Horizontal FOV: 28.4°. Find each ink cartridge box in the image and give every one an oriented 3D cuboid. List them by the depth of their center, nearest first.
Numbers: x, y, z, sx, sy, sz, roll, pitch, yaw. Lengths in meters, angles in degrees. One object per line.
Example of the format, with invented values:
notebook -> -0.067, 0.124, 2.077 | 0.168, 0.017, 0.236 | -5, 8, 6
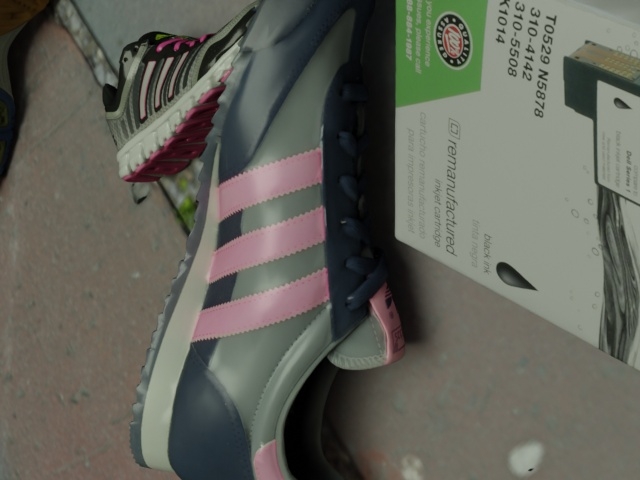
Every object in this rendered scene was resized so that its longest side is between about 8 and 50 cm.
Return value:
ink cartridge box -> 0.140, -0.036, 0.520 | 0.219, 0.092, 0.160 | 30, 138, 36

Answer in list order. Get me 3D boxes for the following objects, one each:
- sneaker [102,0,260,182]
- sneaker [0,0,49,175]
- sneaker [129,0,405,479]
sneaker -> -0.080, -0.103, 0.756 | 0.170, 0.063, 0.075 | -37, 75, 41
sneaker -> -0.267, -0.173, 0.882 | 0.131, 0.112, 0.296 | 39, 116, 32
sneaker -> 0.000, 0.000, 0.688 | 0.131, 0.112, 0.319 | 21, 108, 16
